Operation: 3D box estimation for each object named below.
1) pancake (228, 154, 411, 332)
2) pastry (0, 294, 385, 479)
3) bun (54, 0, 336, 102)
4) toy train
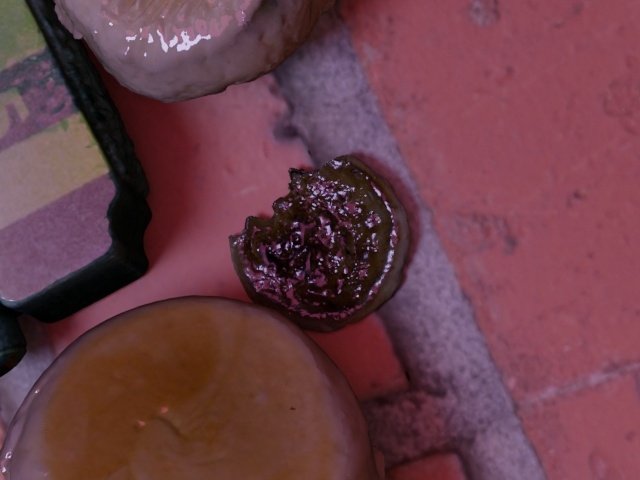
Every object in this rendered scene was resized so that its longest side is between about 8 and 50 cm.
[{"bbox_3d":[0.004,0.005,1.407,0.116,0.022,0.129,44,98,11],"label":"pancake"},{"bbox_3d":[-0.085,0.164,1.319,0.265,0.133,0.265,1,56,-1],"label":"pastry"},{"bbox_3d":[-0.075,-0.202,1.374,0.244,0.153,0.244,-5,71,14],"label":"bun"},{"bbox_3d":[-0.258,-0.056,1.389,0.238,0.167,0.299,-29,82,1],"label":"toy train"}]
